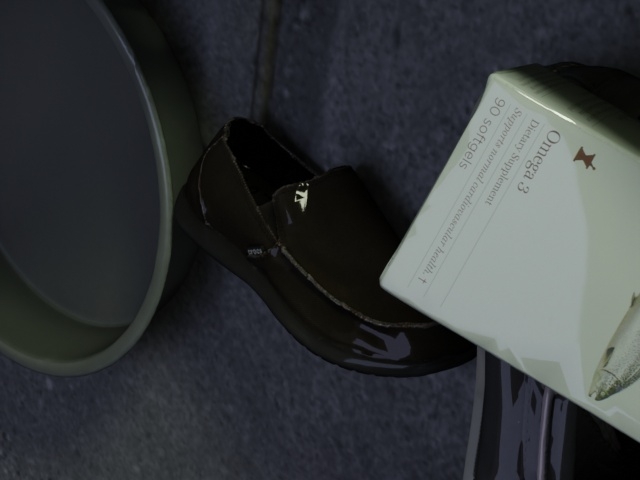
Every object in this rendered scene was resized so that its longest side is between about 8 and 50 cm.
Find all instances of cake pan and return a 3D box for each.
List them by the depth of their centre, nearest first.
[{"bbox_3d":[-0.178,-0.059,1.218,0.293,0.054,0.293,18,117,40],"label":"cake pan"}]

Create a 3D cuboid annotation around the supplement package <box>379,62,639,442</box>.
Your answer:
[{"bbox_3d":[0.134,0.014,0.803,0.179,0.105,0.105,31,104,11],"label":"supplement package"}]

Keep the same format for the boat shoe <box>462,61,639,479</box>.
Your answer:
[{"bbox_3d":[0.135,0.082,0.916,0.095,0.112,0.335,5,105,49],"label":"boat shoe"}]

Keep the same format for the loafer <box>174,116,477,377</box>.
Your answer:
[{"bbox_3d":[0.000,0.000,1.041,0.220,0.080,0.078,33,126,33],"label":"loafer"}]
